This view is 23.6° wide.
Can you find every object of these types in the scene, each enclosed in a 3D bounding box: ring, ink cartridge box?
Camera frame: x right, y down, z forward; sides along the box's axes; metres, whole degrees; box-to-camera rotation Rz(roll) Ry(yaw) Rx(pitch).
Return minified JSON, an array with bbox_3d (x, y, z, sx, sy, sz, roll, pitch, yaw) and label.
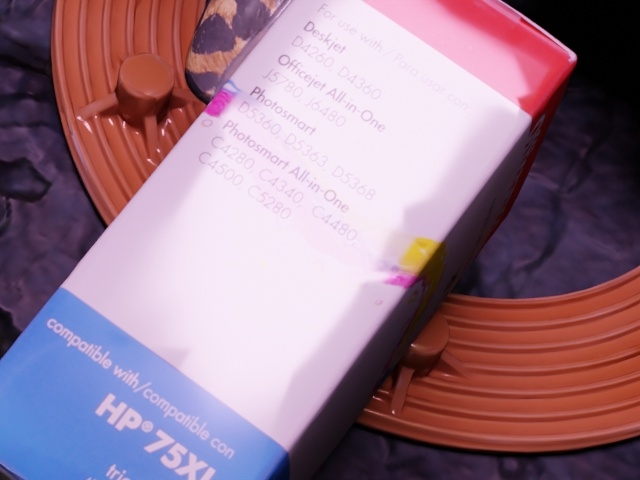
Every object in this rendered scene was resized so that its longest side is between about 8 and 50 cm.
[{"bbox_3d":[0.062,-0.077,0.619,0.337,0.032,0.336,6,59,-10],"label":"ring"},{"bbox_3d":[0.000,0.000,0.470,0.078,0.134,0.231,35,74,9],"label":"ink cartridge box"}]

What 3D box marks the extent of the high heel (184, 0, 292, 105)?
[{"bbox_3d":[-0.032,-0.164,0.583,0.186,0.093,0.261,29,56,11],"label":"high heel"}]
